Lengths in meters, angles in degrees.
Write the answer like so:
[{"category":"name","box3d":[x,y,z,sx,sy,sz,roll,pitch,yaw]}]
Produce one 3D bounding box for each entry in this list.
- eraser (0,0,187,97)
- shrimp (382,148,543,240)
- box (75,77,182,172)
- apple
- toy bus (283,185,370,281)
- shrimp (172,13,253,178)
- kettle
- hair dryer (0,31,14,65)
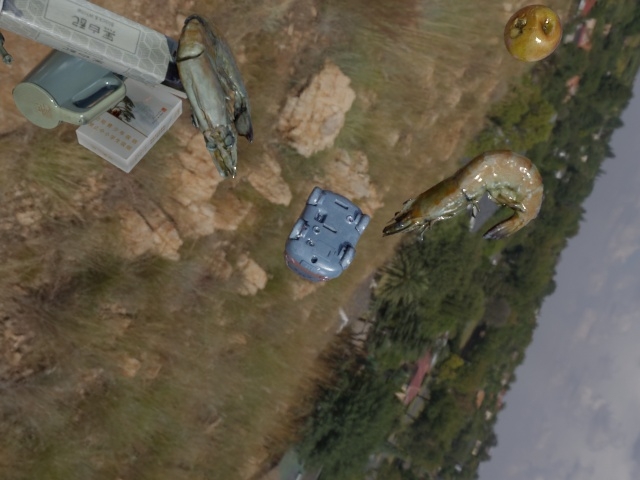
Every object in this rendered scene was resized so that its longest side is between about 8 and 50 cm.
[{"category":"eraser","box3d":[-0.439,-0.411,1.244,0.404,0.096,0.098,16,84,-33]},{"category":"shrimp","box3d":[0.260,-0.048,1.093,0.296,0.169,0.058,-31,-161,25]},{"category":"box","box3d":[-0.475,-0.301,1.514,0.233,0.149,0.067,-57,-179,-27]},{"category":"apple","box3d":[0.546,-0.530,1.537,0.146,0.146,0.146,-51,153,-39]},{"category":"toy bus","box3d":[0.000,0.000,1.834,0.232,0.197,0.294,-53,-170,55]},{"category":"shrimp","box3d":[-0.201,-0.291,1.231,0.247,0.085,0.360,20,56,-66]},{"category":"kettle","box3d":[-0.547,-0.354,1.372,0.160,0.211,0.243,107,6,-48]},{"category":"hair dryer","box3d":[-0.523,-0.346,0.940,0.100,0.197,0.057,-39,166,5]}]
